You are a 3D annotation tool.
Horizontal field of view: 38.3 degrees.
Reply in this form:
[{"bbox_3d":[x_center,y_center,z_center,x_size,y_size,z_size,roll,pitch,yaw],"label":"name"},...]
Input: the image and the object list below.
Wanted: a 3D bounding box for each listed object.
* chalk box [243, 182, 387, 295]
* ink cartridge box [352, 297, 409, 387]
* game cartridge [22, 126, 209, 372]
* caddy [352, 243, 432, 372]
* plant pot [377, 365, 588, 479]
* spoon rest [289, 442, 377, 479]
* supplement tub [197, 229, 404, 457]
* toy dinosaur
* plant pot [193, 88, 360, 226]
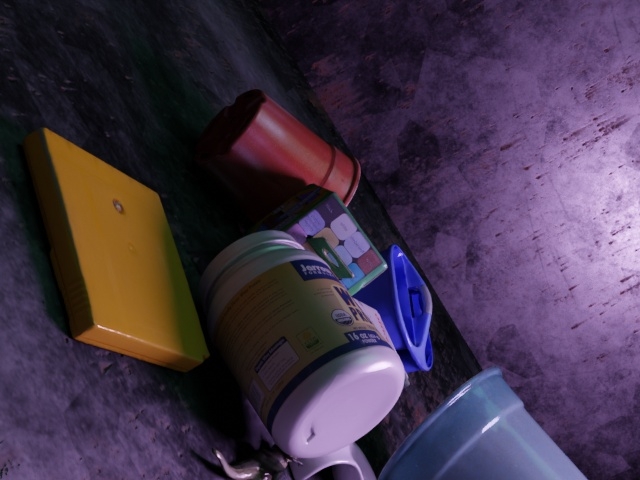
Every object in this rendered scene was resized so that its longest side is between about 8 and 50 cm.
[{"bbox_3d":[-0.009,0.022,1.706,0.180,0.179,0.289,53,-3,-12],"label":"chalk box"},{"bbox_3d":[0.060,0.226,1.943,0.273,0.115,0.198,32,30,-60],"label":"ink cartridge box"},{"bbox_3d":[-0.289,0.024,1.324,0.285,0.053,0.323,35,30,-58],"label":"game cartridge"},{"bbox_3d":[0.187,0.171,2.252,0.241,0.179,0.341,54,23,-42],"label":"caddy"},{"bbox_3d":[0.339,0.474,1.737,0.334,0.341,0.341,44,7,25],"label":"plant pot"},{"bbox_3d":[0.045,0.399,1.606,0.276,0.084,0.137,35,28,-56],"label":"spoon rest"},{"bbox_3d":[-0.040,0.156,1.452,0.316,0.228,0.228,52,8,34],"label":"supplement tub"},{"bbox_3d":[-0.071,0.350,1.362,0.118,0.064,0.268,48,10,21],"label":"toy dinosaur"},{"bbox_3d":[-0.104,-0.157,1.926,0.265,0.272,0.272,42,20,-27],"label":"plant pot"}]
